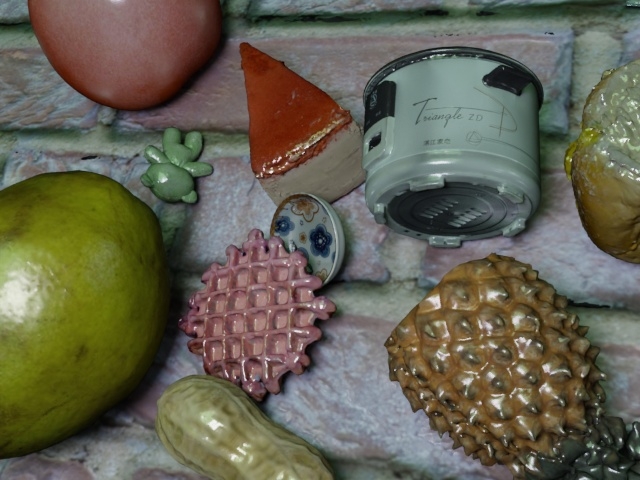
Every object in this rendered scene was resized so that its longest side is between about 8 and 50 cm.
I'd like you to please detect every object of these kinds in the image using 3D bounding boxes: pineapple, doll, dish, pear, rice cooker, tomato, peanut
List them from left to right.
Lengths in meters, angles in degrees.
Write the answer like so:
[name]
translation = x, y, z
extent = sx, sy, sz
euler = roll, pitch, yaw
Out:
[pear]
translation = -0.376, 0.099, 1.055
extent = 0.352, 0.352, 0.413
euler = 29, 80, 30
[tomato]
translation = -0.327, -0.391, 1.306
extent = 0.322, 0.321, 0.321
euler = -9, 61, 16
[doll]
translation = -0.236, -0.122, 1.283
extent = 0.115, 0.077, 0.150
euler = 20, 54, -12
[peanut]
translation = -0.096, 0.263, 0.979
extent = 0.298, 0.136, 0.120
euler = 28, 72, 29
[dish]
translation = 0.000, 0.000, 1.127
extent = 0.141, 0.078, 0.141
euler = 6, 98, 45
[rice cooker]
translation = 0.172, -0.131, 1.031
extent = 0.241, 0.280, 0.226
euler = 13, 66, -19
[pineapple]
translation = 0.242, 0.200, 0.866
extent = 0.223, 0.223, 0.357
euler = -35, 68, -1

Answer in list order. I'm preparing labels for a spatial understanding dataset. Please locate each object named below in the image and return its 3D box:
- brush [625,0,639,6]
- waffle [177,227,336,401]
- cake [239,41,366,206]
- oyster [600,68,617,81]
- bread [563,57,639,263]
[brush]
translation = 0.570, -0.368, 1.146
extent = 0.218, 0.010, 0.082
euler = 13, 68, 25
[waffle]
translation = -0.092, 0.104, 1.090
extent = 0.221, 0.055, 0.234
euler = -49, 56, 5
[cake]
translation = -0.066, -0.157, 1.181
extent = 0.159, 0.158, 0.262
euler = -45, 56, -8
[oyster]
translation = 0.443, -0.223, 1.111
extent = 0.083, 0.019, 0.054
euler = 4, 64, 24
[bread]
translation = 0.383, -0.097, 0.933
extent = 0.176, 0.246, 0.195
euler = -2, 59, 17
